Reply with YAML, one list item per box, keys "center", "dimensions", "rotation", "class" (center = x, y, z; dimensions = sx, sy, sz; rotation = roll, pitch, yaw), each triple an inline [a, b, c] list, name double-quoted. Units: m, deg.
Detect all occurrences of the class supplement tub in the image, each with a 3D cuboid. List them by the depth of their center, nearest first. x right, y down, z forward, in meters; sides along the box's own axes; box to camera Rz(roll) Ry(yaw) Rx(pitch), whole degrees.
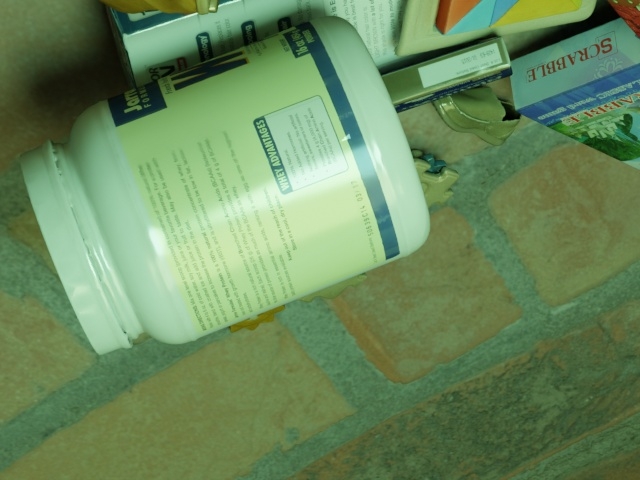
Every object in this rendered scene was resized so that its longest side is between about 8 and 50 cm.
- center: [-0.087, -0.045, 1.712]
  dimensions: [0.325, 0.235, 0.235]
  rotation: [-21, 143, -3]
  class: "supplement tub"

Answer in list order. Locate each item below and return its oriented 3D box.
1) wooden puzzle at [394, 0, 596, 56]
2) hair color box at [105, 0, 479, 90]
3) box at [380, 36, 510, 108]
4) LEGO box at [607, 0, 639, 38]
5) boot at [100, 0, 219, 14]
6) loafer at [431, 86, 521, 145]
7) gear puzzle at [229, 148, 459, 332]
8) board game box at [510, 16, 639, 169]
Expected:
- center: [0.188, -0.272, 1.752]
  dimensions: [0.221, 0.044, 0.238]
  rotation: [-14, 142, -24]
  class: "wooden puzzle"
- center: [-0.026, -0.226, 1.807]
  dimensions: [0.347, 0.105, 0.174]
  rotation: [-19, 143, -8]
  class: "hair color box"
- center: [0.127, -0.166, 1.909]
  dimensions: [0.136, 0.036, 0.225]
  rotation: [-18, -178, 7]
  class: "box"
- center: [0.499, -0.337, 1.653]
  dimensions: [0.500, 0.193, 0.372]
  rotation: [-58, 142, -3]
  class: "LEGO box"
- center: [-0.190, -0.245, 1.568]
  dimensions: [0.211, 0.104, 0.295]
  rotation: [7, 175, -2]
  class: "boot"
- center: [0.170, -0.147, 2.061]
  dimensions: [0.050, 0.056, 0.148]
  rotation: [-42, 150, 21]
  class: "loafer"
- center: [0.000, 0.000, 2.161]
  dimensions: [0.175, 0.044, 0.339]
  rotation: [14, 132, -42]
  class: "gear puzzle"
- center: [0.424, -0.175, 2.039]
  dimensions: [0.319, 0.066, 0.318]
  rotation: [-20, 156, 36]
  class: "board game box"
